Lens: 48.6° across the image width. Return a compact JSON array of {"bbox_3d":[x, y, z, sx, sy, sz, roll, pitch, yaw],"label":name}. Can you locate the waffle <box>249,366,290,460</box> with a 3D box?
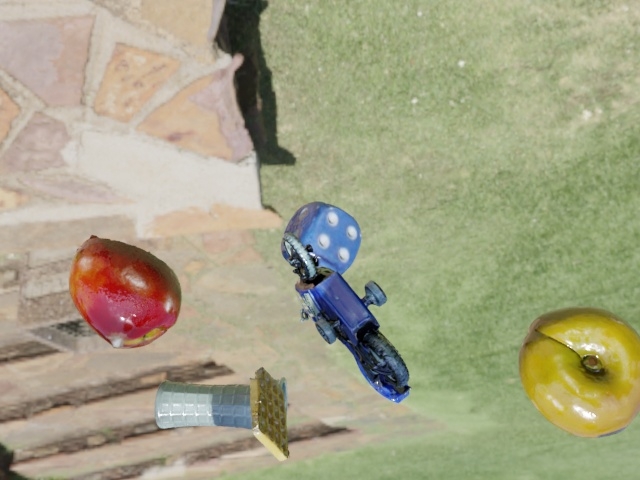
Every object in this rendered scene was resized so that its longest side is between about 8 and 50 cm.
[{"bbox_3d":[-0.078,0.257,1.072,0.021,0.135,0.092,-26,128,12],"label":"waffle"}]

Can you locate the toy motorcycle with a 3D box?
[{"bbox_3d":[0.037,0.123,1.142,0.113,0.315,0.169,-35,162,-14],"label":"toy motorcycle"}]

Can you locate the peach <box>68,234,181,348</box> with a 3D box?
[{"bbox_3d":[-0.549,0.131,1.958,0.281,0.338,0.281,-35,164,-12],"label":"peach"}]

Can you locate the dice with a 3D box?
[{"bbox_3d":[0.000,0.000,1.666,0.146,0.146,0.143,34,155,-24],"label":"dice"}]

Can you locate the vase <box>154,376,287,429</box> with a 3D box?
[{"bbox_3d":[-0.234,0.393,1.683,0.298,0.143,0.143,1,155,6],"label":"vase"}]

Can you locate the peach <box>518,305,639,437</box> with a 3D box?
[{"bbox_3d":[0.498,0.242,1.344,0.251,0.251,0.153,-6,151,1],"label":"peach"}]
